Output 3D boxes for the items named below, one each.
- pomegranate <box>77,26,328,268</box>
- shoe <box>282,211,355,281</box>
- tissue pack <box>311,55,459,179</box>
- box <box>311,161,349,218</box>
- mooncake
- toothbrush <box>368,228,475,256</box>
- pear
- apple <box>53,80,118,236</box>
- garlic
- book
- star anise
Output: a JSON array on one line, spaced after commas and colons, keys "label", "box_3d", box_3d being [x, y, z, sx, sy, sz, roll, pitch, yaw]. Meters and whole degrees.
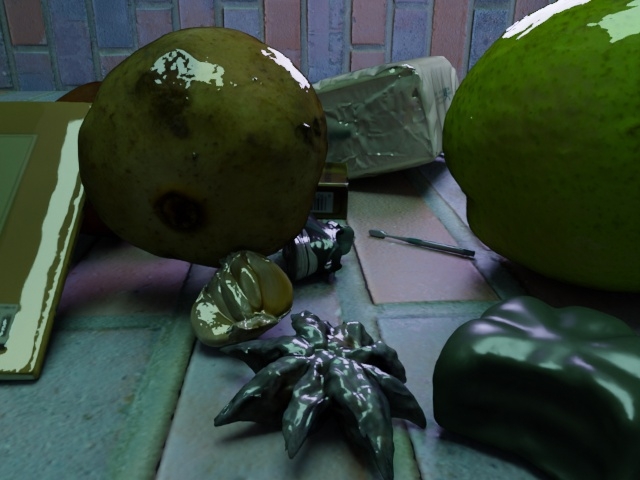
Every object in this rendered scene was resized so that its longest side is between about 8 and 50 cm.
[{"label": "pomegranate", "box_3d": [-0.132, -0.103, 0.648, 0.282, 0.280, 0.281, 0, 22, 0]}, {"label": "shoe", "box_3d": [0.000, 0.000, 0.760, 0.100, 0.071, 0.169, 0, 25, -7]}, {"label": "tissue pack", "box_3d": [0.130, -0.266, 1.197, 0.297, 0.207, 0.380, -7, 16, 27]}, {"label": "box", "box_3d": [-0.070, -0.095, 0.996, 0.240, 0.071, 0.159, 2, 24, 2]}, {"label": "mooncake", "box_3d": [0.174, 0.116, 0.423, 0.175, 0.104, 0.168, 1, 27, 11]}, {"label": "toothbrush", "box_3d": [0.147, 0.002, 0.828, 0.167, 0.011, 0.014, 13, 19, 30]}, {"label": "pear", "box_3d": [0.338, -0.121, 0.675, 0.392, 0.390, 0.391, 0, 22, 0]}, {"label": "apple", "box_3d": [-0.327, -0.123, 0.852, 0.234, 0.233, 0.234, 0, 22, 0]}, {"label": "garlic", "box_3d": [-0.083, 0.065, 0.582, 0.113, 0.074, 0.094, -21, 58, -30]}, {"label": "book", "box_3d": [-0.398, -0.024, 0.621, 0.269, 0.032, 0.388, 0, 52, -2]}, {"label": "star anise", "box_3d": [-0.004, 0.114, 0.473, 0.181, 0.061, 0.204, 0, 22, 0]}]
